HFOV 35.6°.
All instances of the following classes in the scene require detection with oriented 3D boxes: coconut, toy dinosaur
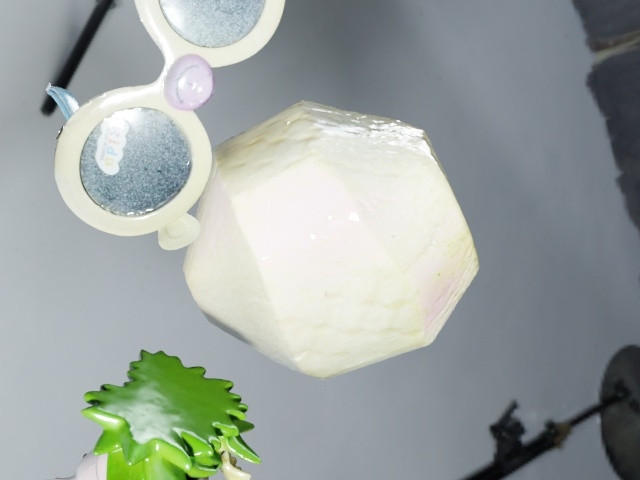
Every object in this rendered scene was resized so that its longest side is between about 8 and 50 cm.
[{"bbox_3d":[0.000,0.000,0.880,0.259,0.259,0.259,10,75,-42],"label":"coconut"},{"bbox_3d":[-0.137,0.188,0.709,0.152,0.194,0.177,-62,171,-67],"label":"toy dinosaur"}]

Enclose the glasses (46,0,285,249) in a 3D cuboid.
[{"bbox_3d":[-0.124,-0.119,0.595,0.088,0.221,0.189,18,101,-41],"label":"glasses"}]
